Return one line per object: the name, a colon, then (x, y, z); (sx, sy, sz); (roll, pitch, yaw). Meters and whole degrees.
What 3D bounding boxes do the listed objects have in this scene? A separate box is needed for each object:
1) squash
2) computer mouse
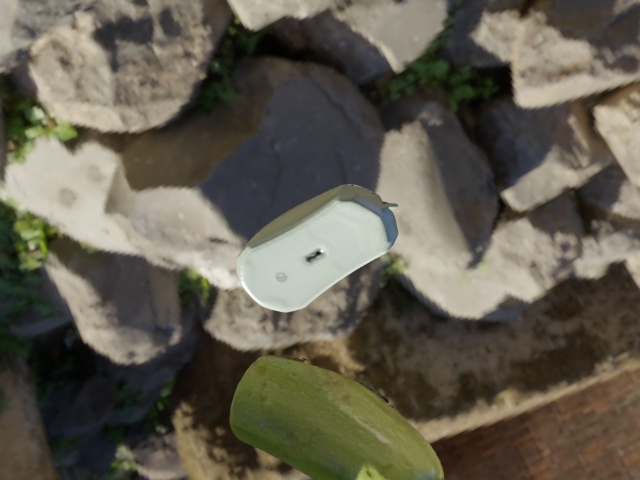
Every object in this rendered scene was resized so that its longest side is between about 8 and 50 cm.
squash: (0.034, 0.153, 0.845); (0.075, 0.200, 0.090); (-15, 126, -54)
computer mouse: (0.000, 0.000, 0.711); (0.110, 0.056, 0.032); (-31, -155, 19)
